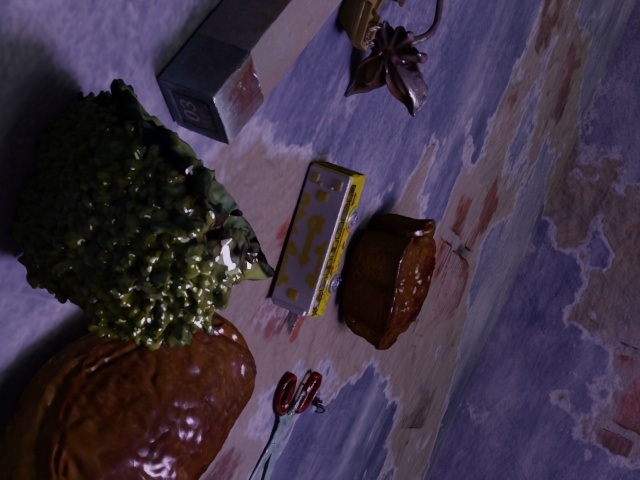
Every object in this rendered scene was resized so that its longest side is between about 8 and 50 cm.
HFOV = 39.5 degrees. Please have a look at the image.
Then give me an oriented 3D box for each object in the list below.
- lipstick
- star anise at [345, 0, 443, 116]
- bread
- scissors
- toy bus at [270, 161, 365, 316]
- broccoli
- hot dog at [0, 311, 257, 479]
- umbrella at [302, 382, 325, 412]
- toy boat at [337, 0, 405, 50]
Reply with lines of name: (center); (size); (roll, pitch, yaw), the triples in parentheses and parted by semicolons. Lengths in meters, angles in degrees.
lipstick: (-0.037, -0.270, 0.989); (0.371, 0.076, 0.080); (-56, 153, -25)
star anise: (0.136, -0.309, 1.310); (0.227, 0.148, 0.218); (-34, 98, -36)
bread: (0.133, 0.072, 1.618); (0.232, 0.135, 0.246); (-35, 141, -53)
scissors: (-0.074, 0.345, 1.562); (0.144, 0.017, 0.247); (15, 98, -63)
toy bus: (0.000, 0.000, 1.321); (0.074, 0.081, 0.226); (-7, 118, -66)
broccoli: (-0.165, 0.005, 0.800); (0.180, 0.242, 0.273); (-40, 146, -8)
hot dog: (-0.211, 0.226, 0.952); (0.387, 0.174, 0.267); (-57, 160, -46)
umbrella: (-0.010, 0.293, 1.658); (0.149, 0.022, 0.022); (72, 8, -57)
toy boat: (0.091, -0.355, 1.204); (0.206, 0.072, 0.064); (-65, 160, -2)
